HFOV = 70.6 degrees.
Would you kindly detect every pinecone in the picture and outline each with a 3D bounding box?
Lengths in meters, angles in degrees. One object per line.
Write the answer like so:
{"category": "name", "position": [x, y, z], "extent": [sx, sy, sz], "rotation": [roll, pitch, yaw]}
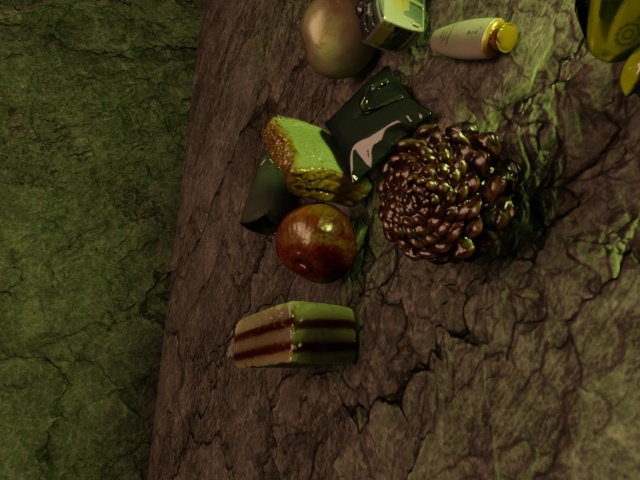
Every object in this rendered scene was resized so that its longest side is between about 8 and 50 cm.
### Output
{"category": "pinecone", "position": [0.199, -0.068, 0.700], "extent": [0.221, 0.222, 0.221], "rotation": [-29, 55, 53]}

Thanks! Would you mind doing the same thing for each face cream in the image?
{"category": "face cream", "position": [0.274, -0.367, 0.826], "extent": [0.182, 0.051, 0.072], "rotation": [40, 110, 56]}

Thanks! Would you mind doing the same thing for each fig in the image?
{"category": "fig", "position": [-0.001, -0.001, 1.047], "extent": [0.205, 0.205, 0.205], "rotation": [-29, 55, 53]}

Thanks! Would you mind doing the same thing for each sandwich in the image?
{"category": "sandwich", "position": [-0.006, -0.188, 1.064], "extent": [0.087, 0.226, 0.251], "rotation": [-56, 38, 29]}

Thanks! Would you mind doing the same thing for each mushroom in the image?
{"category": "mushroom", "position": [0.057, -0.510, 1.154], "extent": [0.207, 0.209, 0.206], "rotation": [-6, 77, 28]}

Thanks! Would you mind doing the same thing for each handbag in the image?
{"category": "handbag", "position": [0.115, -0.265, 0.998], "extent": [0.211, 0.089, 0.254], "rotation": [-40, 41, 20]}

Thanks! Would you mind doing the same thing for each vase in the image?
{"category": "vase", "position": [-0.148, -0.156, 1.400], "extent": [0.251, 0.156, 0.300], "rotation": [108, 169, -69]}

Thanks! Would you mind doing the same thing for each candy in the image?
{"category": "candy", "position": [-0.068, 0.232, 1.065], "extent": [0.321, 0.180, 0.135], "rotation": [-26, 60, 55]}

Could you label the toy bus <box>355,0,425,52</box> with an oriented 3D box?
{"category": "toy bus", "position": [0.162, -0.586, 1.011], "extent": [0.097, 0.138, 0.342], "rotation": [-28, 54, 60]}

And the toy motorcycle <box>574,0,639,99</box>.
{"category": "toy motorcycle", "position": [0.417, -0.317, 0.482], "extent": [0.206, 0.142, 0.342], "rotation": [34, 114, 18]}
